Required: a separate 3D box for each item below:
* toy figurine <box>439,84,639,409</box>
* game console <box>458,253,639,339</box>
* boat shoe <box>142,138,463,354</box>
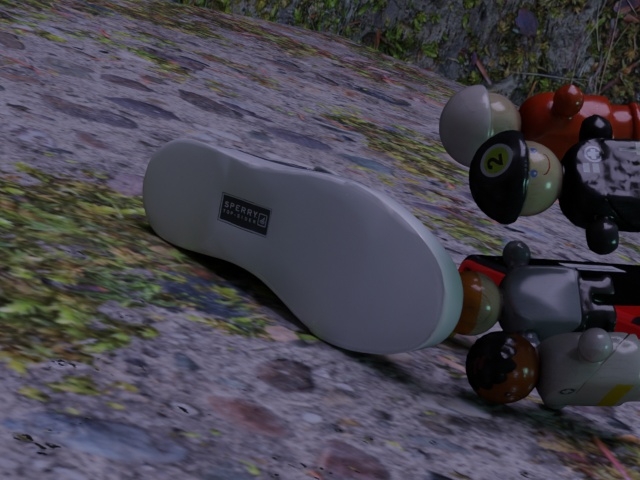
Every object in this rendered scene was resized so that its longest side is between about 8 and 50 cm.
[{"bbox_3d":[0.154,0.004,1.002,0.148,0.209,0.213,3,20,-7],"label":"toy figurine"},{"bbox_3d":[0.351,0.092,1.298,0.342,0.060,0.387,22,11,38],"label":"game console"},{"bbox_3d":[0.000,0.000,1.047,0.102,0.108,0.301,4,12,-46],"label":"boat shoe"}]
